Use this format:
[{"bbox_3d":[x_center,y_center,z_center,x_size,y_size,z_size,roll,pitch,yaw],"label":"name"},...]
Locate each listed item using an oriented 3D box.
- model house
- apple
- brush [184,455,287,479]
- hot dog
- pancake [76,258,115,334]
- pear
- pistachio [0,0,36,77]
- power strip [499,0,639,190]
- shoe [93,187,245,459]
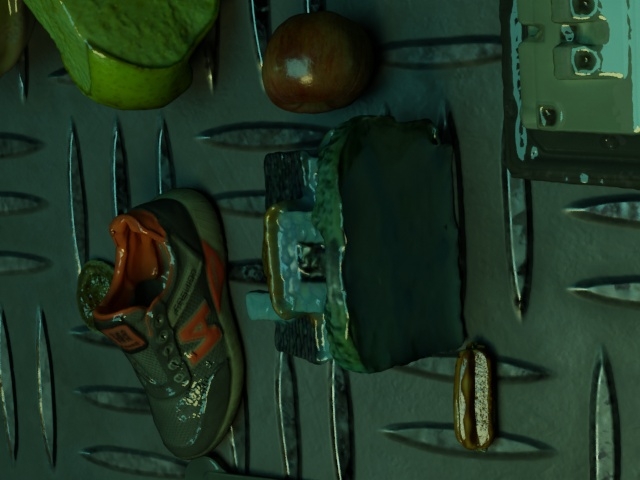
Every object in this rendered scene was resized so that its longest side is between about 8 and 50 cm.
[{"bbox_3d":[0.000,0.000,1.636,0.241,0.226,0.261,0,95,38],"label":"model house"},{"bbox_3d":[-0.007,-0.196,1.675,0.126,0.126,0.102,-10,79,38],"label":"apple"},{"bbox_3d":[-0.055,0.302,1.854,0.266,0.027,0.062,2,98,33],"label":"brush"},{"bbox_3d":[0.166,0.170,1.651,0.037,0.049,0.122,-169,79,-74],"label":"hot dog"},{"bbox_3d":[-0.284,0.076,1.994,0.108,0.017,0.108,11,107,38],"label":"pancake"},{"bbox_3d":[-0.220,-0.292,1.798,0.255,0.238,0.164,55,156,-10],"label":"pear"},{"bbox_3d":[-0.530,-0.383,1.944,0.445,0.281,0.365,54,139,16],"label":"pistachio"},{"bbox_3d":[0.274,-0.174,1.485,0.251,0.092,0.257,3,103,33],"label":"power strip"},{"bbox_3d":[-0.196,0.109,1.834,0.132,0.171,0.336,-1,96,37],"label":"shoe"}]
